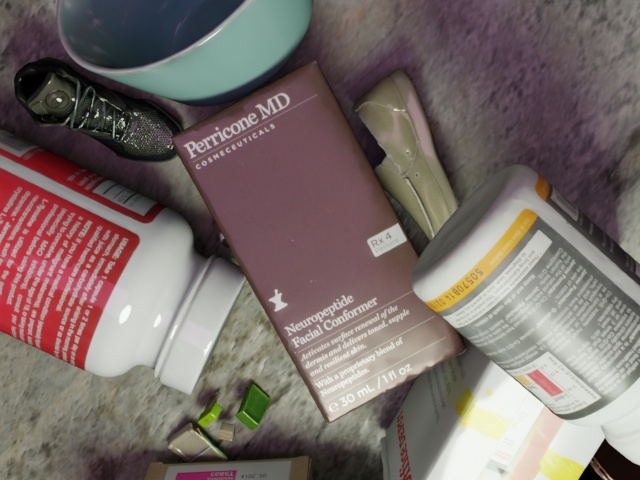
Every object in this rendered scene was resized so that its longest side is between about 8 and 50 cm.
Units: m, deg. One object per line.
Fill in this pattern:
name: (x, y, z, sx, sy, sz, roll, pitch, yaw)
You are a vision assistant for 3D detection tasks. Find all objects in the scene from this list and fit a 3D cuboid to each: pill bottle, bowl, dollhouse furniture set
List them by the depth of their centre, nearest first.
pill bottle: (0.235, 0.072, 0.832, 0.278, 0.162, 0.162, 41, 101, -4)
bowl: (-0.133, -0.280, 1.033, 0.311, 0.163, 0.311, -12, 59, 22)
pill bottle: (-0.308, 0.028, 1.109, 0.408, 0.229, 0.229, 26, 102, -1)
dollhouse furniture set: (-0.141, 0.263, 1.250, 0.076, 0.058, 0.152, 43, 120, -12)

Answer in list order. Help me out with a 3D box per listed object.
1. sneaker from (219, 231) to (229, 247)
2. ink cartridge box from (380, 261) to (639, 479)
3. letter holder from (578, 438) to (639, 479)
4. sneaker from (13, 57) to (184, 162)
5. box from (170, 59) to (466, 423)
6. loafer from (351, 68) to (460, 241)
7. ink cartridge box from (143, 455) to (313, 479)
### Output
sneaker: (-0.039, -0.054, 1.159, 0.211, 0.080, 0.081, -26, 92, -1)
ink cartridge box: (0.236, 0.168, 1.077, 0.160, 0.279, 0.384, 28, 102, -3)
letter holder: (0.390, 0.389, 1.141, 0.302, 0.214, 0.152, 42, 101, -5)
sneaker: (-0.286, -0.158, 1.123, 0.227, 0.130, 0.087, 29, 103, -4)
box: (0.000, 0.000, 1.058, 0.191, 0.143, 0.381, -29, 95, 1)
loafer: (0.116, -0.080, 1.131, 0.092, 0.102, 0.268, -20, 90, 9)
ink cartridge box: (-0.121, 0.407, 1.230, 0.235, 0.088, 0.193, -4, 112, 5)
